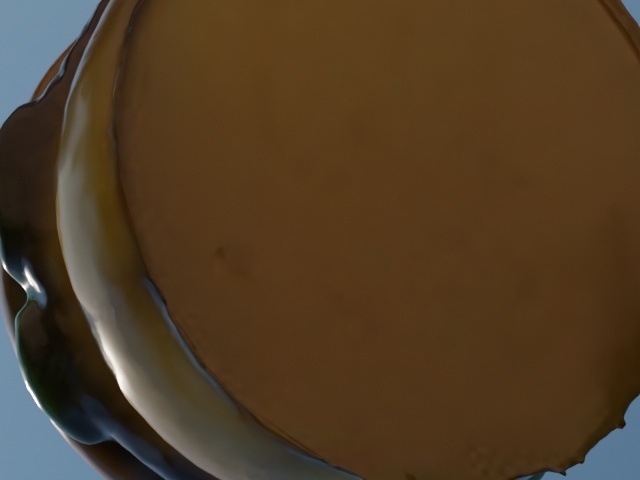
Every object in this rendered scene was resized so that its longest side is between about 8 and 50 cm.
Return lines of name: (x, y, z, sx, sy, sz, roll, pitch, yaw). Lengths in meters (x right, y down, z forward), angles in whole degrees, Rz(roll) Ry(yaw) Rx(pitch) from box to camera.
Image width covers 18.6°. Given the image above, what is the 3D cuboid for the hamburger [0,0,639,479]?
hamburger: (0.000, 0.000, 1.142, 0.396, 0.395, 0.277, -13, 171, -25)
